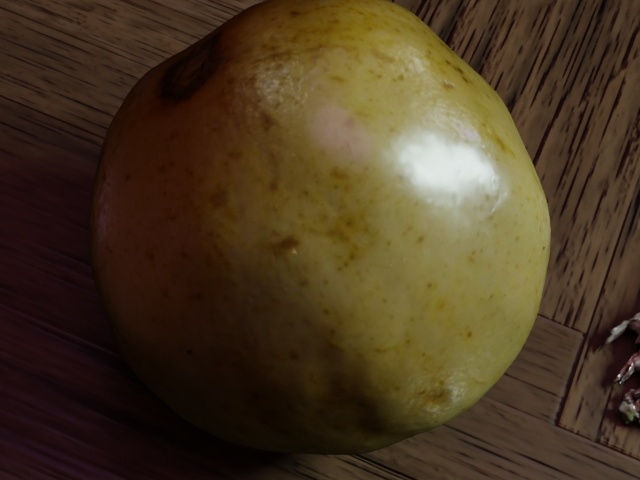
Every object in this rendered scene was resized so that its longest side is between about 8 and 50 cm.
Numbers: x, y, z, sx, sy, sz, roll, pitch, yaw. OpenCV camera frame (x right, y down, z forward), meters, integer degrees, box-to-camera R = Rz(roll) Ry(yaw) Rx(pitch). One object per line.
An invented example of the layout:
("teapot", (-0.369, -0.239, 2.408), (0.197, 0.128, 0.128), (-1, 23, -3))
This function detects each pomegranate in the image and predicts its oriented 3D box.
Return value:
("pomegranate", (-0.003, -0.013, 0.831), (0.307, 0.307, 0.307), (4, 54, -6))

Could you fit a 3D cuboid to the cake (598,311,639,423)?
("cake", (0.335, 0.054, 0.973), (0.287, 0.135, 0.098), (-29, 68, -4))
